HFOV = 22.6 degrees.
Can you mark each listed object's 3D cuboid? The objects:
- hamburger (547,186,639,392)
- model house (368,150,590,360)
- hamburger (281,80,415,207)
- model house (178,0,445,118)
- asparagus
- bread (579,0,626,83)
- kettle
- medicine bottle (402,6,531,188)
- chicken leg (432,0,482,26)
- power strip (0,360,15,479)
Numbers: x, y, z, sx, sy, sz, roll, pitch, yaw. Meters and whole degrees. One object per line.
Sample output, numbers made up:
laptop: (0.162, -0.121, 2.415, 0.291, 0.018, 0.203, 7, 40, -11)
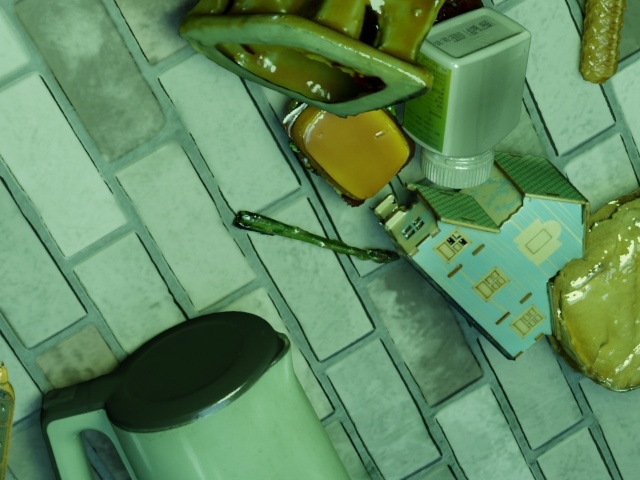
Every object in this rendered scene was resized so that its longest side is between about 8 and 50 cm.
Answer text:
hamburger: (0.420, 0.055, 2.098, 0.283, 0.144, 0.259, -28, 117, -2)
model house: (0.223, -0.013, 1.968, 0.206, 0.178, 0.271, -42, 118, 9)
hamburger: (0.035, -0.130, 1.900, 0.137, 0.087, 0.166, -41, 122, 0)
model house: (0.010, -0.280, 1.772, 0.268, 0.173, 0.239, 24, 69, -7)
asparagus: (0.000, 0.000, 1.985, 0.233, 0.023, 0.022, 15, 152, -25)
bread: (0.351, -0.269, 1.979, 0.052, 0.044, 0.157, -8, 117, -24)
kettle: (-0.142, 0.306, 1.975, 0.361, 0.250, 0.376, -14, 119, 18)
medicine bottle: (0.166, -0.160, 1.857, 0.132, 0.088, 0.188, -25, 136, -32)
chicken leg: (0.160, -0.210, 1.933, 0.090, 0.048, 0.219, -9, 116, -13)
power strip: (-0.397, 0.225, 1.934, 0.049, 0.028, 0.178, 3, 112, -21)
